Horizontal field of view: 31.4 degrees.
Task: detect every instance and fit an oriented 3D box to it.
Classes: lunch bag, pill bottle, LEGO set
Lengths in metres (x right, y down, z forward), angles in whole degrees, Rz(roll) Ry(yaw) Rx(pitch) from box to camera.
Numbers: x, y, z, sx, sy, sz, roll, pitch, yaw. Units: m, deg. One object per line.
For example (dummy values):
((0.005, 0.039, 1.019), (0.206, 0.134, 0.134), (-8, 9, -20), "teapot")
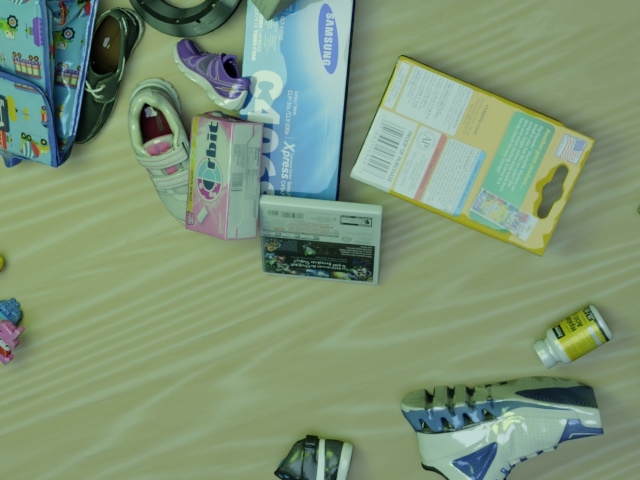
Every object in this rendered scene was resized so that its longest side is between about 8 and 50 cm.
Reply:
((-0.478, -0.258, 1.779), (0.221, 0.138, 0.293), (16, 113, 22), "lunch bag")
((0.399, 0.156, 1.809), (0.116, 0.065, 0.065), (-32, 96, 10), "pill bottle")
((-0.551, 0.080, 1.874), (0.227, 0.087, 0.093), (46, 116, -4), "LEGO set")

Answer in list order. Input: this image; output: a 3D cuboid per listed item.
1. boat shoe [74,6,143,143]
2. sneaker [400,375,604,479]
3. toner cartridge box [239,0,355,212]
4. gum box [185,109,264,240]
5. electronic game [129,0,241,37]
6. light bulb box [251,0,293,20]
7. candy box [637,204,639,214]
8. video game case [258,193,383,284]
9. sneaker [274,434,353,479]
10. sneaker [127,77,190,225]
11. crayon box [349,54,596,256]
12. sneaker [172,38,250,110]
((-0.357, -0.259, 1.802), (0.084, 0.079, 0.233), (26, 105, -1), "boat shoe")
((0.295, 0.327, 1.830), (0.315, 0.127, 0.182), (-5, 103, 13), "sneaker")
((-0.042, -0.213, 1.781), (0.165, 0.075, 0.348), (5, 100, 4), "toner cartridge box")
((-0.147, -0.102, 1.740), (0.107, 0.062, 0.188), (15, 105, 47), "gum box")
((-0.211, -0.428, 1.751), (0.229, 0.048, 0.229), (6, 103, 24), "electronic game")
((-0.033, -0.569, 1.597), (0.358, 0.225, 0.361), (-38, 95, -8), "light bulb box")
((0.583, -0.099, 1.753), (0.109, 0.053, 0.187), (26, 103, 0), "candy box")
((0.000, 0.000, 1.792), (0.190, 0.022, 0.173), (5, 138, 4), "video game case")
((-0.025, 0.427, 1.898), (0.121, 0.079, 0.217), (14, 93, 6), "sneaker")
((-0.242, -0.131, 1.796), (0.103, 0.111, 0.252), (-25, 97, 9), "sneaker")
((0.232, -0.132, 1.765), (0.323, 0.083, 0.203), (23, 101, 2), "crayon box")
((-0.161, -0.267, 1.759), (0.170, 0.068, 0.071), (43, 112, 30), "sneaker")
